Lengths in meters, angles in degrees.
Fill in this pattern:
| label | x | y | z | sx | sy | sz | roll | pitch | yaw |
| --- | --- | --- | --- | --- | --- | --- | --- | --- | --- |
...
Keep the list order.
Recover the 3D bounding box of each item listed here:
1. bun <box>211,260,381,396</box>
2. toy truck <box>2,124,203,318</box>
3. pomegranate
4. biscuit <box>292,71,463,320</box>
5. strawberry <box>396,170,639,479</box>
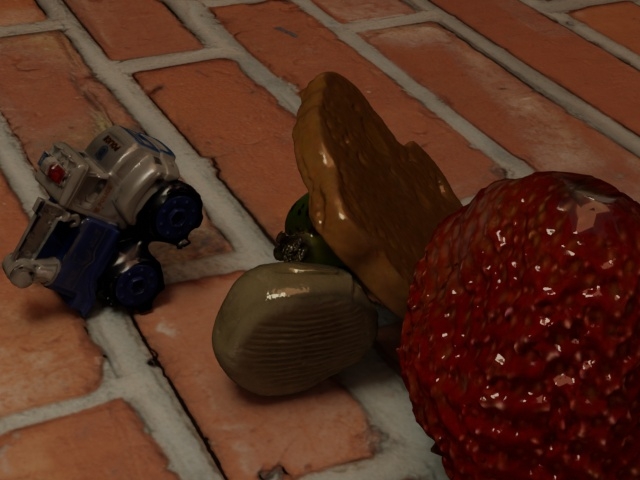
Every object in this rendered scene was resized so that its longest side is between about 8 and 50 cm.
| label | x | y | z | sx | sy | sz | roll | pitch | yaw |
| --- | --- | --- | --- | --- | --- | --- | --- | --- | --- |
| bun | -0.030 | 0.080 | 1.172 | 0.173 | 0.166 | 0.113 | 17 | 33 | -37 |
| toy truck | -0.260 | -0.031 | 1.276 | 0.177 | 0.213 | 0.161 | 24 | 10 | -45 |
| pomegranate | 0.000 | 0.000 | 1.330 | 0.122 | 0.122 | 0.161 | 27 | 35 | 31 |
| biscuit | 0.083 | -0.036 | 1.290 | 0.312 | 0.057 | 0.351 | 28 | 34 | -43 |
| strawberry | 0.204 | 0.091 | 1.009 | 0.312 | 0.351 | 0.267 | 34 | 51 | 29 |
